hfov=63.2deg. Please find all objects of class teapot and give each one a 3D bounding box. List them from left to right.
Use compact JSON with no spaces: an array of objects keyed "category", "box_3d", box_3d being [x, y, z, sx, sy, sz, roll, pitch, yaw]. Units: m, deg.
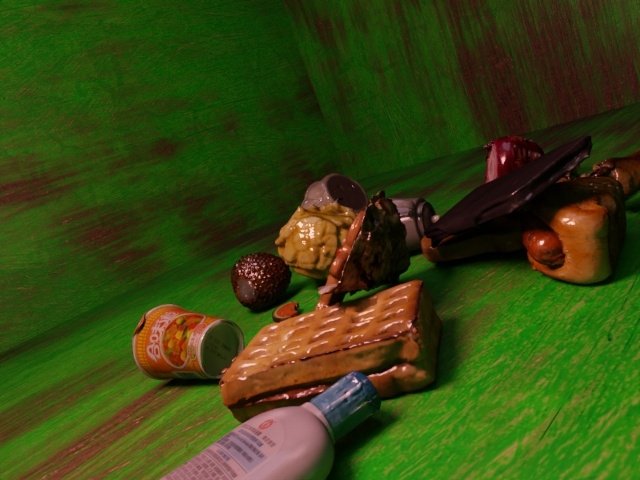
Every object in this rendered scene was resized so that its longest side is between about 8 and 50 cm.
[{"category":"teapot","box_3d":[0.234,-0.045,1.327,0.148,0.163,0.239,-8,-27,35]}]

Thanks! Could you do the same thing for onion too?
[{"category":"onion","box_3d":[0.444,-0.131,1.153,0.135,0.173,0.198,-8,56,7]}]

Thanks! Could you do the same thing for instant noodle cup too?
[{"category":"instant noodle cup","box_3d":[-0.260,0.213,1.060,0.184,0.169,0.168,-4,19,38]}]

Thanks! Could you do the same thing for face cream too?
[{"category":"face cream","box_3d":[-0.071,0.261,0.597,0.336,0.080,0.163,-27,11,-30]}]

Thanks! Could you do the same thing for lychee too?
[{"category":"lychee","box_3d":[-0.158,0.105,1.396,0.171,0.171,0.171,-20,10,4]}]

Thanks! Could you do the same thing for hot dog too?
[{"category":"hot dog","box_3d":[0.433,-0.022,0.905,0.153,0.151,0.256,0,21,36]}]

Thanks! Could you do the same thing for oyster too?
[{"category":"oyster","box_3d":[0.117,0.011,1.009,0.110,0.204,0.396,23,11,20]}]

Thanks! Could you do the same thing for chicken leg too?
[{"category":"chicken leg","box_3d":[0.680,-0.190,1.456,0.101,0.085,0.207,-5,24,19]},{"category":"chicken leg","box_3d":[0.730,-0.180,1.078,0.428,0.153,0.201,-23,5,-9]}]

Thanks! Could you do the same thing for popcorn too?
[{"category":"popcorn","box_3d":[0.006,-0.006,1.384,0.249,0.226,0.249,15,11,-3]}]

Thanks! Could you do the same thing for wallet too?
[{"category":"wallet","box_3d":[0.330,-0.080,0.980,0.197,0.051,0.377,-38,-1,-16]}]

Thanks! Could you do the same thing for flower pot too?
[{"category":"flower pot","box_3d":[0.049,-0.105,1.820,0.246,0.246,0.195,-31,-18,-44]}]

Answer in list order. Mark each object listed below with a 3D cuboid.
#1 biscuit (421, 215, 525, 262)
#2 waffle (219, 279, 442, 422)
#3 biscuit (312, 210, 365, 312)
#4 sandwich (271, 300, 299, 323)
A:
[{"category":"biscuit","box_3d":[0.403,-0.023,1.179,0.343,0.057,0.287,-22,11,-5]},{"category":"waffle","box_3d":[0.022,0.175,0.828,0.327,0.098,0.224,-19,9,20]},{"category":"biscuit","box_3d":[0.046,0.050,1.089,0.036,0.250,0.165,25,21,14]},{"category":"sandwich","box_3d":[-0.078,0.173,1.209,0.067,0.029,0.135,-16,9,-1]}]
